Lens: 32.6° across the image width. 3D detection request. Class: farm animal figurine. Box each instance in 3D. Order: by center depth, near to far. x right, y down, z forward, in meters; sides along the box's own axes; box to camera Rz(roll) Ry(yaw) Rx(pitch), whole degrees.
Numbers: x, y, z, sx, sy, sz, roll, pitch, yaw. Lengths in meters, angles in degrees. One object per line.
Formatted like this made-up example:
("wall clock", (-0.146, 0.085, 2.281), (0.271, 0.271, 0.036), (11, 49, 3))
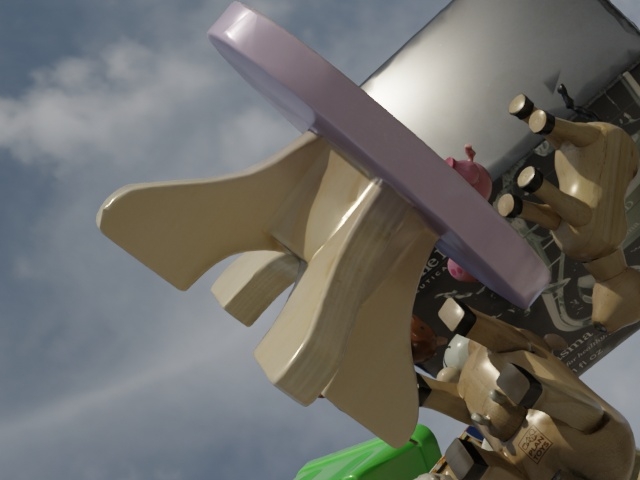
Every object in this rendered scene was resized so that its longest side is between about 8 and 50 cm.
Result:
("farm animal figurine", (0.161, 0.087, 0.868), (0.172, 0.327, 0.330), (23, -58, -28))

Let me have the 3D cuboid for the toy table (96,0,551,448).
("toy table", (0.000, 0.000, 0.705), (0.274, 0.252, 0.161), (39, -91, -5))

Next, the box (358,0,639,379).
("box", (0.270, -0.055, 1.481), (0.480, 0.297, 0.471), (-42, -45, 13))

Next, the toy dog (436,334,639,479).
("toy dog", (0.216, 0.223, 1.042), (0.161, 0.333, 0.220), (-20, -66, -32))

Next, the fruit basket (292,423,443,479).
("fruit basket", (0.112, 0.465, 1.554), (0.392, 0.283, 0.392), (35, -139, -38))

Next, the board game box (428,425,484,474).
("board game box", (0.210, 0.292, 1.297), (0.193, 0.147, 0.045), (-53, -16, 17))
